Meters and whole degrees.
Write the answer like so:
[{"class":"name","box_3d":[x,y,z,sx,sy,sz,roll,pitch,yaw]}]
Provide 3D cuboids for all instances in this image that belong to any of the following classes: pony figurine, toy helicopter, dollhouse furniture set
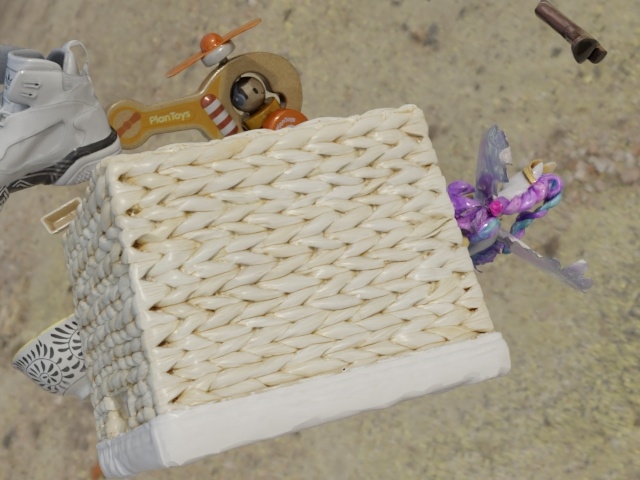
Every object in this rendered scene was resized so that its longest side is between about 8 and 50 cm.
[{"class":"pony figurine","box_3d":[0.260,-0.029,1.853,0.364,0.302,0.351,-27,10,2]},{"class":"toy helicopter","box_3d":[-0.195,-0.234,1.860,0.140,0.355,0.234,21,121,62]},{"class":"dollhouse furniture set","box_3d":[-0.335,-0.045,1.594,0.114,0.081,0.091,-33,67,-17]}]

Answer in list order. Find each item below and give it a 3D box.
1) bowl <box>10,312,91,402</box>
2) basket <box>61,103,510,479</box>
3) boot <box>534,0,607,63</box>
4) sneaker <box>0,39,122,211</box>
[{"class":"bowl","box_3d":[-0.263,0.136,1.299,0.170,0.170,0.080,-37,78,35]},{"class":"basket","box_3d":[-0.061,0.060,1.071,0.328,0.331,0.266,146,109,-67]},{"class":"boot","box_3d":[0.316,-0.279,1.470,0.037,0.106,0.114,-48,68,18]},{"class":"sneaker","box_3d":[-0.475,-0.156,1.623,0.137,0.366,0.210,38,143,47]}]
